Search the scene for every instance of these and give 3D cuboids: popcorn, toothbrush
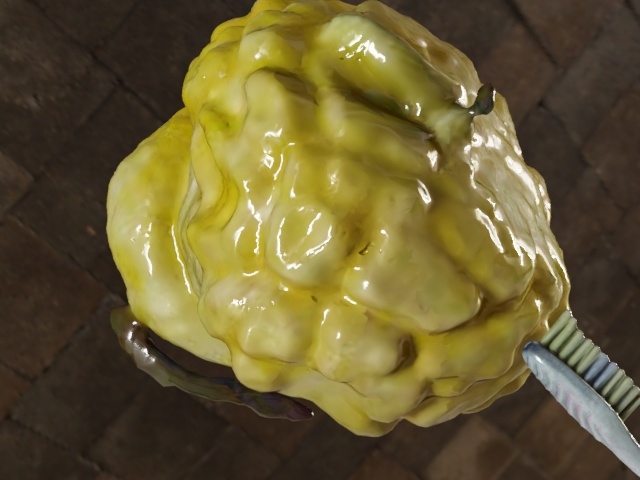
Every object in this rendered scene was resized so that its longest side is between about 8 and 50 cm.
[{"bbox_3d":[0.000,0.000,1.073,0.381,0.349,0.349,-33,144,23],"label":"popcorn"},{"bbox_3d":[0.241,0.170,0.676,0.037,0.375,0.028,-47,179,-17],"label":"toothbrush"}]
